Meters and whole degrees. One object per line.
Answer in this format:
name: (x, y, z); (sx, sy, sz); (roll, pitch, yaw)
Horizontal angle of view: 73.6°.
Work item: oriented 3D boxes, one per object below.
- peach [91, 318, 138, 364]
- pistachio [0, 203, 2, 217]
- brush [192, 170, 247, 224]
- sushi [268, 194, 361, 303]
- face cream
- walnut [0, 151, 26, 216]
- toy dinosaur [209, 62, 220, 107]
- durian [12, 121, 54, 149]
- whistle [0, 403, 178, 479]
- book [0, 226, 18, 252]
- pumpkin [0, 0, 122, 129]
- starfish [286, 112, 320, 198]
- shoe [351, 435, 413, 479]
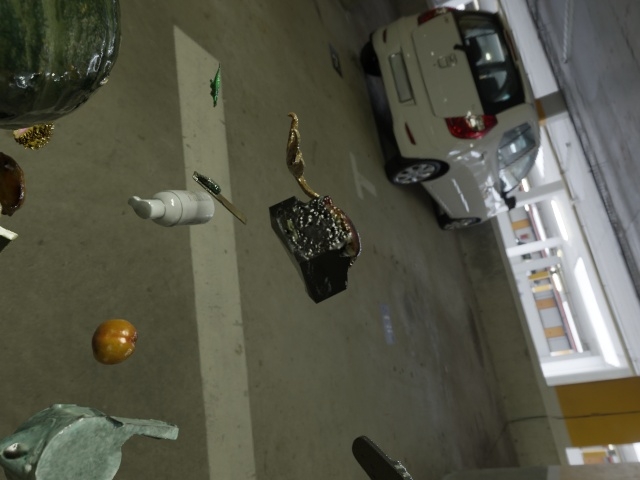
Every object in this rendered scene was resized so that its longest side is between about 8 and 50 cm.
peach: (-0.633, 0.312, 1.321); (0.138, 0.138, 0.138); (44, 37, -47)
pistachio: (-1.179, -0.127, 1.451); (0.185, 0.124, 0.124); (31, 43, -25)
brush: (-0.252, -0.113, 1.113); (0.190, 0.028, 0.034); (46, 21, -31)
sushi: (0.000, 0.000, 1.211); (0.227, 0.213, 0.215); (53, -13, 54)
face cream: (-0.567, -0.120, 1.634); (0.370, 0.146, 0.145); (-18, 91, -70)
walnut: (-1.173, -0.206, 1.595); (0.137, 0.137, 0.245); (-45, 137, -63)
toy dinosaur: (-0.223, -0.325, 0.906); (0.021, 0.083, 0.062); (1, 60, -20)
durian: (-1.007, -0.423, 1.502); (0.132, 0.165, 0.182); (-8, 43, -30)
whistle: (-0.547, 0.479, 1.039); (0.405, 0.168, 0.188); (-12, 95, -57)
book: (-0.790, -0.048, 0.860); (0.289, 0.201, 0.026); (35, 51, -34)
pumpkin: (-0.350, -0.229, 0.377); (0.292, 0.328, 0.257); (-11, 109, -52)
starfish: (-0.074, -0.278, 1.533); (0.375, 0.094, 0.326); (-106, 176, -64)
shoe: (0.138, 0.459, 0.847); (0.049, 0.071, 0.179); (5, 24, -43)
